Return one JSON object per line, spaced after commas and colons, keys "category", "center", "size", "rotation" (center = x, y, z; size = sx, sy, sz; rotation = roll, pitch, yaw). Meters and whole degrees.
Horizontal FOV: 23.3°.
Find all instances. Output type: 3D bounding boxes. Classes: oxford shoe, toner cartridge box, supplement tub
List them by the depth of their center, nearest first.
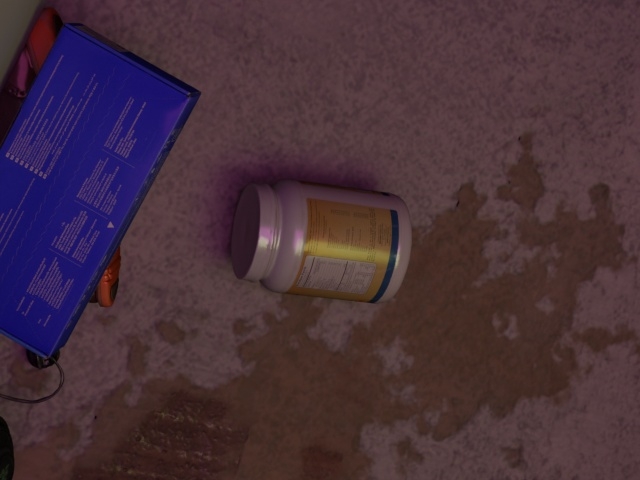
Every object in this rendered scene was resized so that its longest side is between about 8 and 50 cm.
{"category": "toner cartridge box", "center": [-0.291, -0.057, 1.765], "size": [0.165, 0.075, 0.347], "rotation": [31, 100, 2]}
{"category": "oxford shoe", "center": [-0.329, -0.088, 1.865], "size": [0.133, 0.130, 0.363], "rotation": [-14, 98, 3]}
{"category": "supplement tub", "center": [0.000, 0.000, 1.958], "size": [0.200, 0.144, 0.144], "rotation": [7, 97, -18]}

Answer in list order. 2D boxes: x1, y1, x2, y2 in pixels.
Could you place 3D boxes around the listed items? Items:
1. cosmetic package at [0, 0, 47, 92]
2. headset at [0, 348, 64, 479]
{"category": "cosmetic package", "center": [-0.506, -0.230, 1.619], "size": [0.329, 0.327, 0.393], "rotation": [27, 90, -2]}
{"category": "headset", "center": [-0.456, 0.214, 1.805], "size": [0.394, 0.243, 0.185], "rotation": [-37, 139, -39]}
